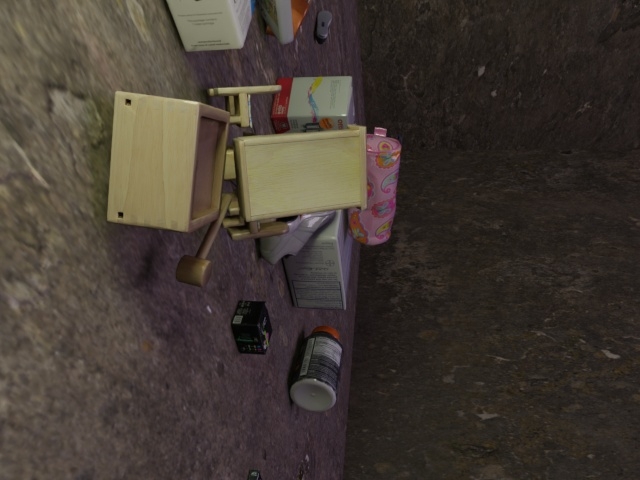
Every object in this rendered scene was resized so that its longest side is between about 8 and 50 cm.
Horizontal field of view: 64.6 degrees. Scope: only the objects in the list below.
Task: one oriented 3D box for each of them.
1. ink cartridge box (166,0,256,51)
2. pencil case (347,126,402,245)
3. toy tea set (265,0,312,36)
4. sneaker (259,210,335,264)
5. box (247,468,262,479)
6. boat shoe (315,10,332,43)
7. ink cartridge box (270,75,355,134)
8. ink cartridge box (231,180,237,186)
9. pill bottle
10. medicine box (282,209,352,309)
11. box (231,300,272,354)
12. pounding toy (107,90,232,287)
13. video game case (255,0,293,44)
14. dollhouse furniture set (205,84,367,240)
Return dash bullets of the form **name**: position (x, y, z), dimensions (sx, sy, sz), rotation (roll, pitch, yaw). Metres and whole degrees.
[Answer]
- **ink cartridge box**: position (-0.148, -0.368, 0.633), dimensions (0.203, 0.086, 0.148), rotation (77, 16, -53)
- **pencil case**: position (0.132, -0.129, 1.261), dimensions (0.124, 0.124, 0.283), rotation (-75, 168, -55)
- **toy tea set**: position (-0.069, -0.568, 1.113), dimensions (0.200, 0.124, 0.336), rotation (-57, -166, 34)
- **sneaker**: position (-0.056, -0.027, 1.132), dimensions (0.262, 0.099, 0.120), rotation (-25, 132, -53)
- **box**: position (-0.136, 0.512, 1.009), dimensions (0.083, 0.018, 0.067), rotation (-76, 165, -52)
- **boat shoe**: position (0.006, -0.701, 1.661), dimensions (0.040, 0.049, 0.142), rotation (111, -10, -56)
- **ink cartridge box**: position (-0.010, -0.294, 1.188), dimensions (0.128, 0.177, 0.127), rotation (75, 19, -59)
- **ink cartridge box**: position (-0.092, -0.115, 0.939), dimensions (0.181, 0.105, 0.061), rotation (51, 41, -75)
- **pill bottle**: position (-0.003, 0.355, 1.452), dimensions (0.245, 0.131, 0.130), rotation (-73, 162, -57)
- **medicine box**: position (0.000, 0.000, 1.370), dimensions (0.289, 0.149, 0.263), rotation (82, 13, -45)
- **box**: position (-0.125, 0.161, 0.934), dimensions (0.062, 0.052, 0.083), rotation (-77, 164, -49)
- **pounding toy**: position (-0.166, -0.051, 0.576), dimensions (0.181, 0.094, 0.205), rotation (-71, 169, -79)
- **video game case**: position (-0.099, -0.430, 0.715), dimensions (0.206, 0.026, 0.227), rotation (60, -12, 23)
- **dollhouse furniture set**: position (-0.056, -0.110, 0.721), dimensions (0.242, 0.161, 0.211), rotation (-141, -134, -64)
